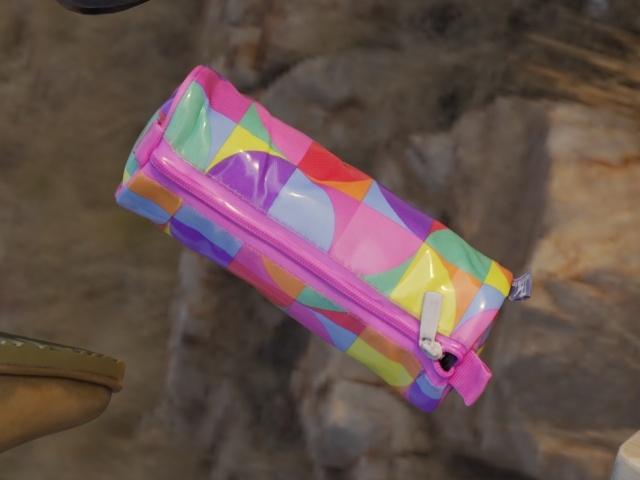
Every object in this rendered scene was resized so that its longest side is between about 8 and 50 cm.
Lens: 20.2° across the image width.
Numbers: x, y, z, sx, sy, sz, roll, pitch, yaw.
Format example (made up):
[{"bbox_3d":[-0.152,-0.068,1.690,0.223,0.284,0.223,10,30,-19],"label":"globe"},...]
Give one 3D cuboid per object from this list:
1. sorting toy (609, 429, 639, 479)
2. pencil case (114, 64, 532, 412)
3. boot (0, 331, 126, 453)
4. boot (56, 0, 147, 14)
[{"bbox_3d":[0.275,0.064,0.613,0.257,0.255,0.089,25,121,30],"label":"sorting toy"},{"bbox_3d":[0.000,0.000,1.011,0.104,0.236,0.104,-57,0,0],"label":"pencil case"},{"bbox_3d":[-0.221,0.177,0.933,0.089,0.236,0.269,7,88,48],"label":"boot"},{"bbox_3d":[-0.048,-0.173,0.634,0.338,0.223,0.118,-5,79,41],"label":"boot"}]
